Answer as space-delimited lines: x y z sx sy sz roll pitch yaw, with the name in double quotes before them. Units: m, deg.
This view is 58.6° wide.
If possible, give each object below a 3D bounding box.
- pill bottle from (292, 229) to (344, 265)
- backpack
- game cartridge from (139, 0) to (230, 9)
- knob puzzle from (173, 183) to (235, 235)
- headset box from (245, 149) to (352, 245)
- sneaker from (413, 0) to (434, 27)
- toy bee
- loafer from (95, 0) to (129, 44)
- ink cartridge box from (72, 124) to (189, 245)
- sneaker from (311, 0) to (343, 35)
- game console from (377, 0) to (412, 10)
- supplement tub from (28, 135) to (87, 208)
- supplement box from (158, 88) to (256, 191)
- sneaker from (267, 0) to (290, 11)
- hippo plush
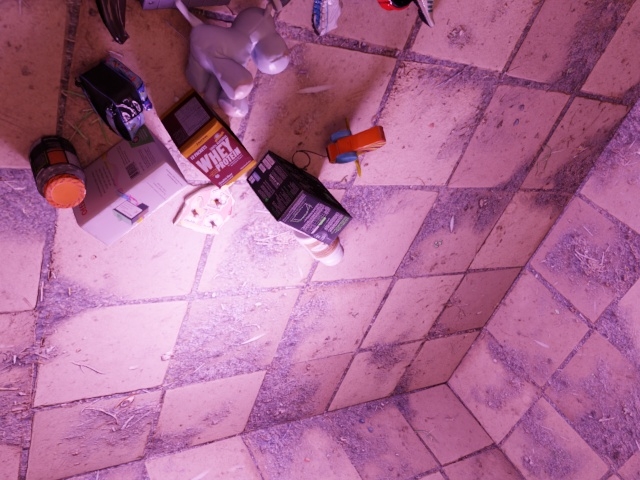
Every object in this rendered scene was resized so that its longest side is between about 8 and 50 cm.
"pill bottle" 0.000 0.000 2.125 0.131 0.131 0.229 -39 141 1
"backpack" -0.498 -0.340 1.416 0.117 0.158 0.173 -45 158 -20
"game cartridge" -0.255 -0.611 1.234 0.230 0.068 0.355 -11 176 -25
"knob puzzle" -0.354 -0.103 1.843 0.213 0.030 0.213 -20 137 -20
"headset box" -0.062 -0.134 1.862 0.131 0.246 0.283 -50 140 14
"sneaker" 0.330 -0.722 1.732 0.075 0.057 0.161 -37 138 8
"toy bee" 0.079 -0.310 1.893 0.162 0.299 0.195 5 92 -72
"loafer" -0.467 -0.551 1.286 0.078 0.080 0.220 -23 138 -16
"ink cartridge box" -0.524 -0.150 1.535 0.278 0.201 0.117 -37 140 0
"sneaker" 0.027 -0.663 1.566 0.083 0.071 0.190 -23 147 -26
"game console" 0.245 -0.848 1.505 0.386 0.060 0.342 -49 135 -6
"supplement tub" -0.656 -0.169 1.427 0.117 0.190 0.117 -20 138 -19
"supplement box" -0.311 -0.276 1.577 0.129 0.194 0.191 -40 140 3
"sneaker" -0.109 -0.717 1.383 0.147 0.104 0.295 -37 147 -4
"hippo plush" -0.220 -0.490 1.479 0.237 0.234 0.294 -40 101 -25
